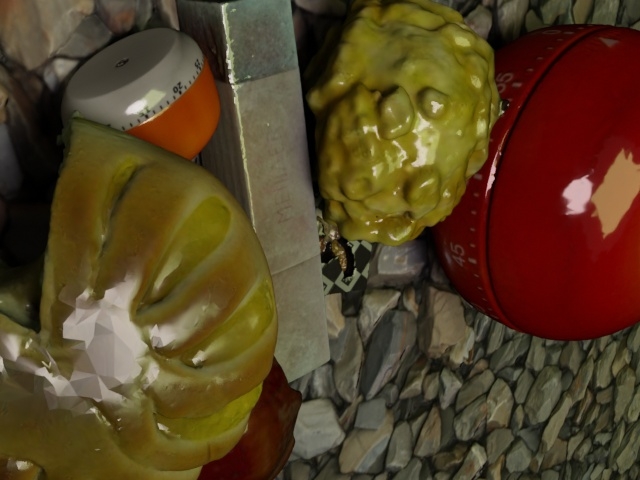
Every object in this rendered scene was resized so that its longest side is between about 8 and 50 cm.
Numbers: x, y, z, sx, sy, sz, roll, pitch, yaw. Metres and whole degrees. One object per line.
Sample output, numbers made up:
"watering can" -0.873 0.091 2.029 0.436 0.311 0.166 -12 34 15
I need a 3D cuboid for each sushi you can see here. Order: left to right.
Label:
"sushi" 0.000 0.000 0.988 0.126 0.026 0.120 -5 109 -36

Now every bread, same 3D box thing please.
"bread" -0.188 0.072 0.643 0.333 0.160 0.332 -2 98 -16

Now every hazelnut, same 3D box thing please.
"hazelnut" -0.112 0.158 0.842 0.201 0.170 0.160 91 22 -45

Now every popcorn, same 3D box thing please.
"popcorn" 0.081 -0.114 0.883 0.266 0.192 0.233 -66 160 -61

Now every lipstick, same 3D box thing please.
"lipstick" -0.057 -0.044 0.859 0.076 0.080 0.371 -23 120 -33

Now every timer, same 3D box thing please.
"timer" -0.140 -0.097 0.754 0.136 0.099 0.136 -23 133 -26
"timer" 0.307 -0.065 1.097 0.378 0.279 0.377 -21 122 -38
